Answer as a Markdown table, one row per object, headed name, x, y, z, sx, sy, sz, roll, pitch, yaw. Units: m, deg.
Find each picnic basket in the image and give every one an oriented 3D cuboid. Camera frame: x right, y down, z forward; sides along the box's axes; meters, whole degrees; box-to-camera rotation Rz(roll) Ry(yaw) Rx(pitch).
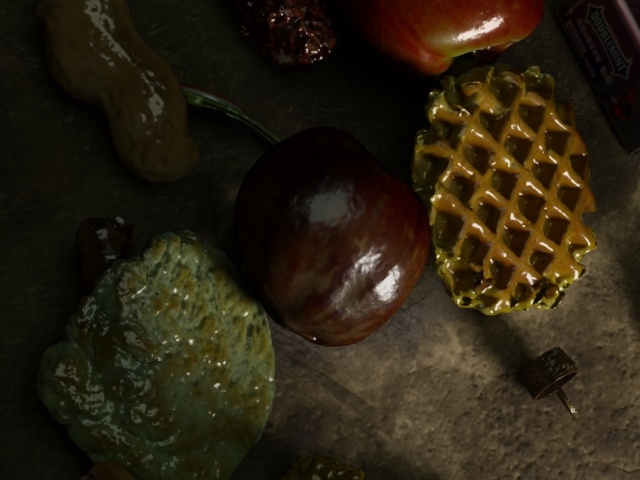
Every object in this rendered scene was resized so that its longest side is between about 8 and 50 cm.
| name | x | y | z | sx | sy | sz | roll | pitch | yaw |
| --- | --- | --- | --- | --- | --- | --- | --- | --- | --- |
| picnic basket | 0.278 | 0.173 | 1.756 | 0.072 | 0.072 | 0.083 | -21 | 69 | -30 |

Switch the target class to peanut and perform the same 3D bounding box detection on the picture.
| name | x | y | z | sx | sy | sz | roll | pitch | yaw |
| --- | --- | --- | --- | --- | --- | --- | --- | --- | --- |
| peanut | -0.219 | -0.180 | 1.644 | 0.263 | 0.117 | 0.101 | 54 | 18 | -1 |

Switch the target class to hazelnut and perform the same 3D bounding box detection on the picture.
| name | x | y | z | sx | sy | sz | roll | pitch | yaw |
| --- | --- | --- | --- | --- | --- | --- | --- | --- | --- |
| hazelnut | 0.000 | 0.000 | 1.623 | 0.234 | 0.218 | 0.218 | 41 | 56 | -32 |

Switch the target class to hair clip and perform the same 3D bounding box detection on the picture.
| name | x | y | z | sx | sy | sz | roll | pitch | yaw |
| --- | --- | --- | --- | --- | --- | --- | --- | --- | --- |
| hair clip | -0.094 | -0.133 | 1.712 | 0.188 | 0.060 | 0.033 | 30 | 77 | -17 |

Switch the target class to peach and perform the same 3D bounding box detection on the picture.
| name | x | y | z | sx | sy | sz | roll | pitch | yaw |
| --- | --- | --- | --- | --- | --- | --- | --- | --- | --- |
| peach | 0.119 | -0.325 | 1.777 | 0.245 | 0.248 | 0.275 | -16 | 73 | -31 |

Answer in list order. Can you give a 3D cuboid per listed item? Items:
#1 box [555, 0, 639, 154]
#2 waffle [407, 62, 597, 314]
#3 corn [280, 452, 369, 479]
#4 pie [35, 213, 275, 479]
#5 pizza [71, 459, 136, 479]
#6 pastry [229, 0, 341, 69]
| name | x | y | z | sx | sy | sz | roll | pitch | yaw |
| --- | --- | --- | --- | --- | --- | --- | --- | --- | --- |
| box | 0.400 | -0.234 | 1.953 | 0.069 | 0.120 | 0.224 | -19 | 77 | -34 |
| waffle | 0.225 | -0.060 | 1.781 | 0.325 | 0.068 | 0.302 | -14 | 91 | -41 |
| corn | -0.052 | 0.343 | 1.516 | 0.102 | 0.102 | 0.313 | 40 | 60 | -6 |
| pie | -0.156 | 0.121 | 1.555 | 0.257 | 0.105 | 0.275 | 24 | 62 | -25 |
| pizza | -0.254 | 0.289 | 1.415 | 0.226 | 0.069 | 0.147 | -24 | 44 | 7 |
| pastry | -0.057 | -0.291 | 1.767 | 0.115 | 0.097 | 0.209 | -26 | 84 | -43 |
